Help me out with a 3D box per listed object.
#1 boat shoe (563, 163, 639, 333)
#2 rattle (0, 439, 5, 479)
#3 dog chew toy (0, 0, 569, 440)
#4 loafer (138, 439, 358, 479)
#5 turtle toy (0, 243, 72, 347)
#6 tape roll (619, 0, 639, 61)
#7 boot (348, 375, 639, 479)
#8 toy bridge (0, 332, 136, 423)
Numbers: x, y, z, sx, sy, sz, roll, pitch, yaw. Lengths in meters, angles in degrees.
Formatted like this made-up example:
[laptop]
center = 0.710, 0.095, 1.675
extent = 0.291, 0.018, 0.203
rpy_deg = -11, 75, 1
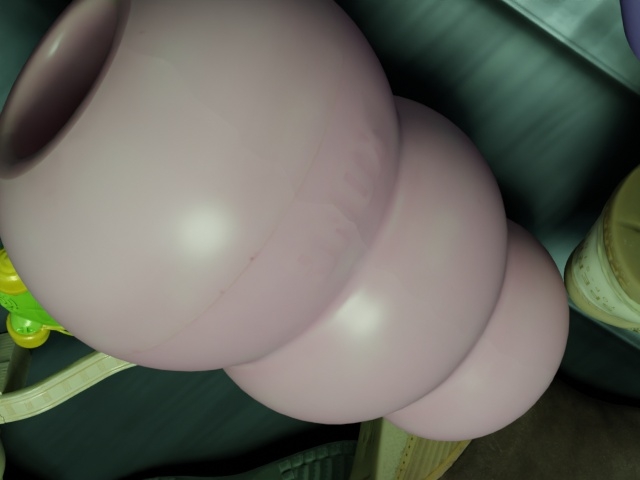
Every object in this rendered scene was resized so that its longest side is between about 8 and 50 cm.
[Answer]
[boat shoe]
center = 0.304, 0.002, 0.824
extent = 0.341, 0.122, 0.110
rpy_deg = 2, 163, -10
[rattle]
center = -0.245, 0.210, 0.932
extent = 0.130, 0.200, 0.143
rpy_deg = -7, 127, 7
[dog chew toy]
center = 0.000, 0.000, 0.772
extent = 0.331, 0.207, 0.206
rpy_deg = 32, 122, -30
[loafer]
center = -0.056, 0.205, 0.987
extent = 0.251, 0.094, 0.087
rpy_deg = -14, 138, 20
[turtle toy]
center = -0.131, 0.017, 0.864
extent = 0.130, 0.066, 0.095
rpy_deg = 2, 151, -3
[tape roll]
center = 0.223, -0.140, 0.655
extent = 0.189, 0.189, 0.080
rpy_deg = -10, 128, 9
[boot]
center = 0.108, 0.187, 0.890
extent = 0.206, 0.249, 0.090
rpy_deg = 20, 159, -16
[toy bridge]
center = -0.194, 0.084, 0.920
extent = 0.188, 0.063, 0.026
rpy_deg = -12, 126, 10
